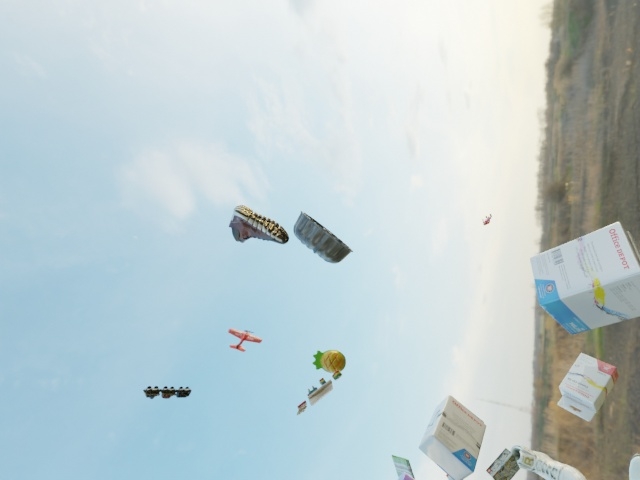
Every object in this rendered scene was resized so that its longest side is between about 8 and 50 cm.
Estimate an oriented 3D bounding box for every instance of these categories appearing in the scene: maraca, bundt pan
[{"bbox_3d":[0.048,0.664,2.227,0.099,0.186,0.127,48,-134,-77],"label":"maraca"},{"bbox_3d":[0.000,0.000,2.006,0.124,0.331,0.331,-53,-32,5],"label":"bundt pan"}]

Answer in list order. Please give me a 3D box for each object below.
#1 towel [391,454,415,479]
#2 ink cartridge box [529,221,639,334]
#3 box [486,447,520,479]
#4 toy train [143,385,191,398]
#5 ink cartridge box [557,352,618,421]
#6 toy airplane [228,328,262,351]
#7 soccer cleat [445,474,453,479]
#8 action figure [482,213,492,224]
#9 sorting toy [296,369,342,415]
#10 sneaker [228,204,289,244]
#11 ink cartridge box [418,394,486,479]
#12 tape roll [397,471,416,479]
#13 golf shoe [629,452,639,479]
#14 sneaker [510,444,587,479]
[{"bbox_3d":[0.406,1.130,1.969,0.023,0.113,0.151,-18,-92,-39],"label":"towel"},{"bbox_3d":[0.825,0.120,1.216,0.197,0.270,0.198,37,-137,-22],"label":"ink cartridge box"},{"bbox_3d":[0.567,0.709,1.252,0.094,0.027,0.137,-42,-53,-11],"label":"box"},{"bbox_3d":[-0.494,0.491,1.304,0.158,0.027,0.036,19,-88,-40],"label":"toy train"},{"bbox_3d":[0.912,0.502,1.391,0.198,0.115,0.067,-46,-58,-16],"label":"ink cartridge box"},{"bbox_3d":[-0.318,0.410,1.659,0.151,0.151,0.028,-18,-53,-59],"label":"toy airplane"},{"bbox_3d":[0.563,0.940,1.671,0.068,0.076,0.196,-55,-13,18],"label":"soccer cleat"},{"bbox_3d":[0.823,-0.101,2.003,0.030,0.038,0.115,56,-143,-7],"label":"action figure"},{"bbox_3d":[-0.015,0.723,1.937,0.275,0.046,0.132,-33,-33,-18],"label":"sorting toy"},{"bbox_3d":[-0.292,-0.032,1.851,0.162,0.281,0.106,-55,5,30],"label":"sneaker"},{"bbox_3d":[0.418,0.614,1.270,0.203,0.148,0.085,-29,-27,-54],"label":"ink cartridge box"},{"bbox_3d":[0.284,0.926,1.421,0.189,0.080,0.189,-50,-20,-26],"label":"tape roll"},{"bbox_3d":[0.970,0.783,1.199,0.120,0.105,0.272,20,-114,-27],"label":"golf shoe"},{"bbox_3d":[0.866,0.892,1.574,0.292,0.169,0.108,131,158,-77],"label":"sneaker"}]
